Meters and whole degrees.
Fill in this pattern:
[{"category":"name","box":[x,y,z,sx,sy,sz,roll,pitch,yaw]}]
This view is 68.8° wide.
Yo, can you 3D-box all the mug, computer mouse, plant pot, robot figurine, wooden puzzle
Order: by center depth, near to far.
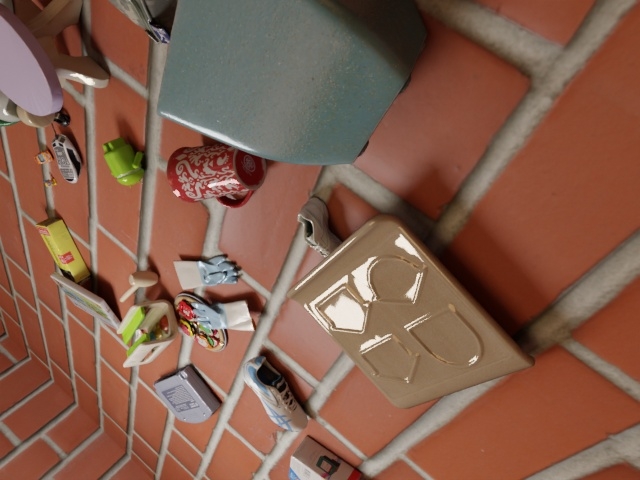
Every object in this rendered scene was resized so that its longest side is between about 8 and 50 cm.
[{"category":"plant pot","box":[-0.014,-0.241,0.589,0.252,0.247,0.248,30,136,-4]},{"category":"wooden puzzle","box":[0.144,0.137,0.837,0.348,0.080,0.322,44,136,-3]},{"category":"mug","box":[-0.185,-0.133,0.912,0.169,0.150,0.113,-3,81,35]},{"category":"robot figurine","box":[-0.463,-0.182,1.103,0.101,0.067,0.115,-10,112,33]},{"category":"computer mouse","box":[-0.683,-0.250,1.253,0.106,0.042,0.193,8,118,29]}]

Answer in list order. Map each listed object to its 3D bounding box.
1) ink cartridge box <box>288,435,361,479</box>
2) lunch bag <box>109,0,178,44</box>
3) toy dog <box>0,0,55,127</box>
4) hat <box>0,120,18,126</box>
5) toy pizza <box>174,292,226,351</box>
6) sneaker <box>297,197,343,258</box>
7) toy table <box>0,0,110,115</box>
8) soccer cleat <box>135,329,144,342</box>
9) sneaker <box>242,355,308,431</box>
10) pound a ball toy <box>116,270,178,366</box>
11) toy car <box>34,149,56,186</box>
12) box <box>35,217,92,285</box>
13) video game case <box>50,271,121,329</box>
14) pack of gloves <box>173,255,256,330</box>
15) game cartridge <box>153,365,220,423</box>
[{"category":"ink cartridge box","box":[0.028,0.661,1.286,0.231,0.078,0.134,27,133,22]},{"category":"lunch bag","box":[-0.286,-0.470,0.676,0.305,0.212,0.256,43,153,8]},{"category":"toy dog","box":[-0.773,-0.413,1.093,0.220,0.161,0.334,-11,109,26]},{"category":"hat","box":[-0.879,-0.417,1.289,0.209,0.173,0.183,58,172,-20]},{"category":"toy pizza","box":[-0.349,0.239,1.329,0.201,0.032,0.201,20,129,27]},{"category":"sneaker","box":[0.000,0.000,0.866,0.053,0.061,0.152,-13,111,41]},{"category":"toy table","box":[-0.589,-0.397,0.977,0.252,0.161,0.274,-29,101,41]},{"category":"soccer cleat","box":[-0.624,0.335,1.611,0.029,0.035,0.083,17,128,30]},{"category":"sneaker","box":[-0.109,0.403,1.217,0.086,0.085,0.237,-33,99,39]},{"category":"pound a ball toy","box":[-0.521,0.239,1.419,0.319,0.135,0.208,-41,62,48]},{"category":"toy car","box":[-0.806,-0.207,1.378,0.060,0.040,0.122,17,128,29]},{"category":"box","box":[-0.866,0.039,1.583,0.087,0.058,0.232,9,124,35]},{"category":"video game case","box":[-0.810,0.215,1.632,0.226,0.026,0.206,25,147,16]},{"category":"pack of gloves","box":[-0.261,0.130,1.191,0.232,0.046,0.195,-6,103,38]},{"category":"game cartridge","box":[-0.460,0.538,1.610,0.294,0.060,0.196,-31,94,46]}]
